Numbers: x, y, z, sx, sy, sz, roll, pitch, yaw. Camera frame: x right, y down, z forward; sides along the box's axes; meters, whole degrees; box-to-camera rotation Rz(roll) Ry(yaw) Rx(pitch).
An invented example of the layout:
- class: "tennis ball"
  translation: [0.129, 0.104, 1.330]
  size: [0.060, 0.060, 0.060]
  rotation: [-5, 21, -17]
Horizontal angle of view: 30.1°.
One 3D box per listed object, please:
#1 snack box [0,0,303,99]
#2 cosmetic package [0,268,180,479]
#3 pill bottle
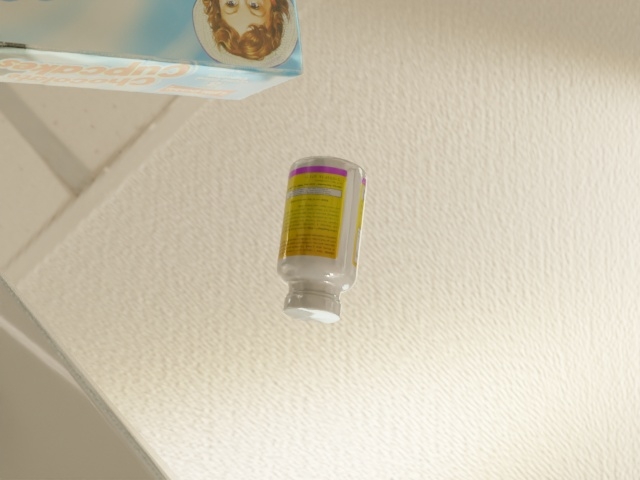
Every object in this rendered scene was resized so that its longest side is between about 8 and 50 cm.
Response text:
- class: "snack box"
  translation: [-0.156, -0.163, 0.494]
  size: [0.060, 0.322, 0.187]
  rotation: [-14, -99, 50]
- class: "cosmetic package"
  translation: [-0.020, 0.192, 0.415]
  size: [0.097, 0.284, 0.377]
  rotation: [-38, -121, -14]
- class: "pill bottle"
  translation: [0.000, 0.000, 0.635]
  size: [0.043, 0.043, 0.083]
  rotation: [2, -109, 16]
